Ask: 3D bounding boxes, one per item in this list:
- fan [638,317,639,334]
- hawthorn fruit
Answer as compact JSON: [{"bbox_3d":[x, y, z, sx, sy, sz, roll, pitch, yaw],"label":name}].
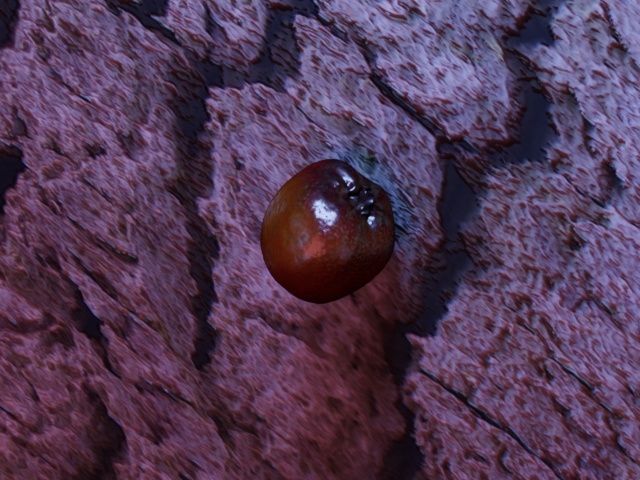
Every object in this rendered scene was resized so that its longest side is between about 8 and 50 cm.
[{"bbox_3d":[0.451,0.143,2.025,0.244,0.074,0.130,33,135,23],"label":"fan"},{"bbox_3d":[0.000,0.000,2.271,0.169,0.169,0.188,48,126,7],"label":"hawthorn fruit"}]
